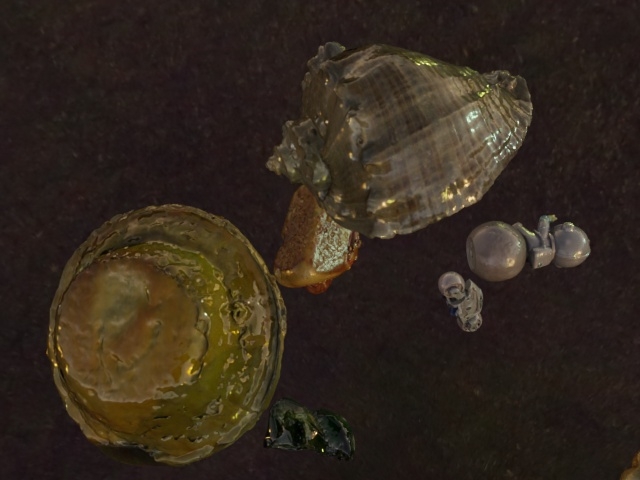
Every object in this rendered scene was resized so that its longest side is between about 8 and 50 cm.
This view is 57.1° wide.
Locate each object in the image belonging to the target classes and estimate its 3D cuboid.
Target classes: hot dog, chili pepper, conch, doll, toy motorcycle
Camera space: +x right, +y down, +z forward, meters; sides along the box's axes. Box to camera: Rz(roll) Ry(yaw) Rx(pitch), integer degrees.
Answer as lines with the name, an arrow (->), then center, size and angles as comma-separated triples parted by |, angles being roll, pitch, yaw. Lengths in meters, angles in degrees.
hot dog -> 0.000, 0.000, 1.318 | 0.150, 0.153, 0.257 | -13, 55, 43
chili pepper -> -0.014, 0.497, 1.541 | 0.264, 0.116, 0.148 | 2, 88, 32
conch -> 0.090, -0.154, 0.769 | 0.352, 0.210, 0.297 | -30, 45, 15
doll -> 0.496, 0.019, 1.387 | 0.287, 0.151, 0.151 | -5, 61, -1
toy motorcycle -> 0.414, 0.173, 1.684 | 0.112, 0.254, 0.112 | -19, 44, 19

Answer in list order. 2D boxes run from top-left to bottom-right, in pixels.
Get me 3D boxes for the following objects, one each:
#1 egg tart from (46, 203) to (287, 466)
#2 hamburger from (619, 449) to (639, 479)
egg tart -> -0.270, 0.151, 0.941 | 0.443, 0.178, 0.443 | -1, 85, 14
hamburger -> 0.884, 0.714, 1.515 | 0.209, 0.330, 0.162 | -27, 16, -13
